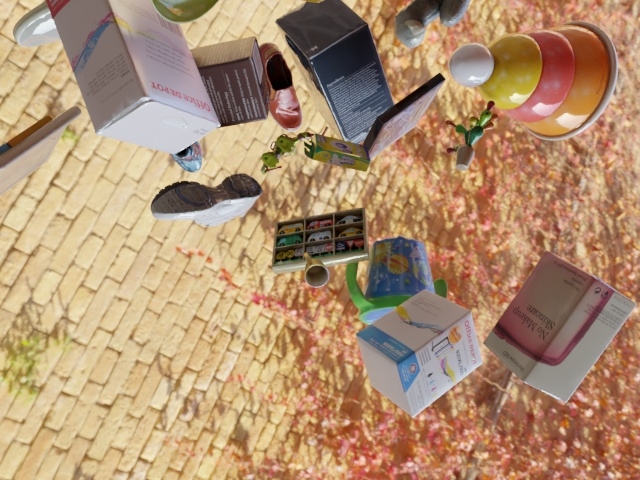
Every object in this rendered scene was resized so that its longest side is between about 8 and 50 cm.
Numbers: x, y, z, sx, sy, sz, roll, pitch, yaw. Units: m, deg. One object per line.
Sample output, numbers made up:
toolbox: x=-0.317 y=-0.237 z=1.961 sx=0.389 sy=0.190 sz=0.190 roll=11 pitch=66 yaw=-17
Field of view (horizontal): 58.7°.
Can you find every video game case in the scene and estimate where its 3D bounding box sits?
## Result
video game case: x=0.227 y=-0.347 z=1.672 sx=0.248 sy=0.035 sz=0.275 roll=-38 pitch=173 yaw=-19

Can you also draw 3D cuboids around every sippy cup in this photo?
sippy cup: x=0.224 y=0.117 z=1.636 sx=0.239 sy=0.305 sz=0.224 roll=-8 pitch=-114 yaw=20

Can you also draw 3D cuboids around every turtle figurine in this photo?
turtle figurine: x=-0.104 y=-0.296 z=1.794 sx=0.269 sy=0.087 sz=0.217 roll=-30 pitch=-175 yaw=13

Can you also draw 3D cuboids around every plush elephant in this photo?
plush elephant: x=0.251 y=-0.562 z=1.047 sx=0.329 sy=0.272 sz=0.255 roll=-28 pitch=-177 yaw=-19

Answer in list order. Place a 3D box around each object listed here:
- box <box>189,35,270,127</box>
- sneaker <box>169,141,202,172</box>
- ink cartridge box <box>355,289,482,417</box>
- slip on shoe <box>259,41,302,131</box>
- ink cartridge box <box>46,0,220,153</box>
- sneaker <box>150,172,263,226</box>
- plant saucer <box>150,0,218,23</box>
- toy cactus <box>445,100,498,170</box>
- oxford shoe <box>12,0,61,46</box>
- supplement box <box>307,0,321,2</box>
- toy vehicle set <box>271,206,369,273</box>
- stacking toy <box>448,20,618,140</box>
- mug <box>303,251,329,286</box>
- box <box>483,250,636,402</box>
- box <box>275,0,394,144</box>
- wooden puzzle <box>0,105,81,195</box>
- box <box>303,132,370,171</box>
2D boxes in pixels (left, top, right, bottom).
box: x=-0.247 y=-0.404 z=1.469 sx=0.203 sy=0.167 sz=0.169 roll=-9 pitch=-142 yaw=6
sneaker: x=-0.440 y=-0.286 z=1.777 sx=0.104 sy=0.262 sz=0.125 roll=-16 pitch=-125 yaw=1
ink cartridge box: x=0.239 y=0.262 z=1.367 sx=0.232 sy=0.171 sz=0.168 roll=-30 pitch=-152 yaw=-22
slip on shoe: x=-0.139 y=-0.528 z=2.005 sx=0.122 sy=0.332 sz=0.101 roll=-26 pitch=-143 yaw=-12
ink cartridge box: x=-0.342 y=-0.335 z=1.049 sx=0.131 sy=0.226 sz=0.307 roll=-26 pitch=-101 yaw=21
sneaker: x=-0.286 y=-0.081 z=1.441 sx=0.111 sy=0.296 sz=0.129 roll=57 pitch=-41 yaw=28
plant saucer: x=-0.215 y=-0.485 z=0.951 sx=0.241 sy=0.037 sz=0.241 roll=-52 pitch=167 yaw=-17
toy cactus: x=0.413 y=-0.285 z=1.607 sx=0.219 sy=0.112 sz=0.181 roll=-38 pitch=-151 yaw=63
oxford shoe: x=-0.543 y=-0.560 z=1.442 sx=0.448 sy=0.130 sz=0.169 roll=-21 pitch=-171 yaw=-12
supplement box: x=-0.044 y=-0.677 z=1.312 sx=0.191 sy=0.194 sz=0.129 roll=25 pitch=-131 yaw=35
toy vehicle set: x=0.000 y=0.000 z=1.575 sx=0.266 sy=0.035 sz=0.166 roll=-9 pitch=-131 yaw=10
stacking toy: x=0.562 y=-0.486 z=1.623 sx=0.350 sy=0.479 sz=0.351 roll=-7 pitch=-98 yaw=60
mug: x=-0.012 y=0.069 z=1.420 sx=0.064 sy=0.062 sz=0.078 roll=-108 pitch=-160 yaw=-68
box: x=0.453 y=0.162 z=1.096 sx=0.233 sy=0.126 sz=0.149 roll=-59 pitch=-157 yaw=9
box: x=0.060 y=-0.560 z=1.877 sx=0.211 sy=0.396 sz=0.294 roll=-31 pitch=-130 yaw=0
wooden puzzle: x=-0.564 y=-0.147 z=1.051 sx=0.238 sy=0.044 sz=0.221 roll=-27 pitch=-158 yaw=42
box: x=0.042 y=-0.244 z=1.557 sx=0.105 sy=0.179 sz=0.043 roll=-97 pitch=-161 yaw=-57
